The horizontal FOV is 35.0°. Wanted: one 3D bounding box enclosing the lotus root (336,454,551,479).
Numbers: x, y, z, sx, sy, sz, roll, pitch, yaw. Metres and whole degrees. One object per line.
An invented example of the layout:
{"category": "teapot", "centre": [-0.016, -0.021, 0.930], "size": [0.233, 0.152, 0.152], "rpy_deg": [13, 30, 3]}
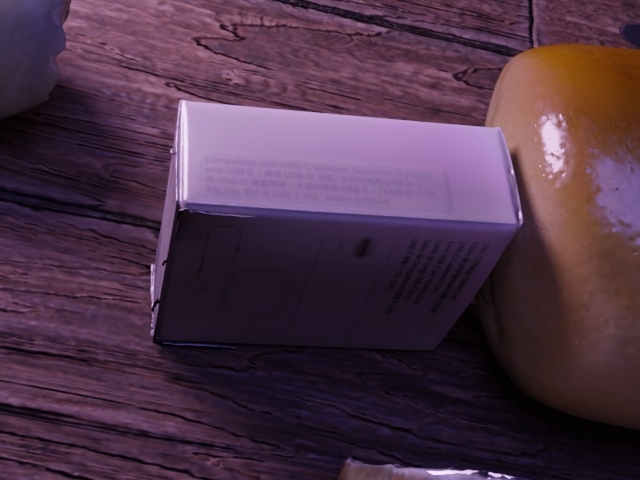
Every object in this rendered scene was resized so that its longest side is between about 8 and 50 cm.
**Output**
{"category": "lotus root", "centre": [0.126, 0.248, 0.656], "size": [0.272, 0.272, 0.192], "rpy_deg": [19, 65, -2]}

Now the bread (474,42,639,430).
{"category": "bread", "centre": [0.311, -0.009, 0.850], "size": [0.376, 0.253, 0.348], "rpy_deg": [9, 60, -6]}

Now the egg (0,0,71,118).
{"category": "egg", "centre": [-0.324, -0.191, 0.846], "size": [0.217, 0.183, 0.183], "rpy_deg": [8, 56, -21]}

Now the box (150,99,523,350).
{"category": "box", "centre": [0.000, 0.000, 0.792], "size": [0.252, 0.203, 0.106], "rpy_deg": [4, 56, -11]}
